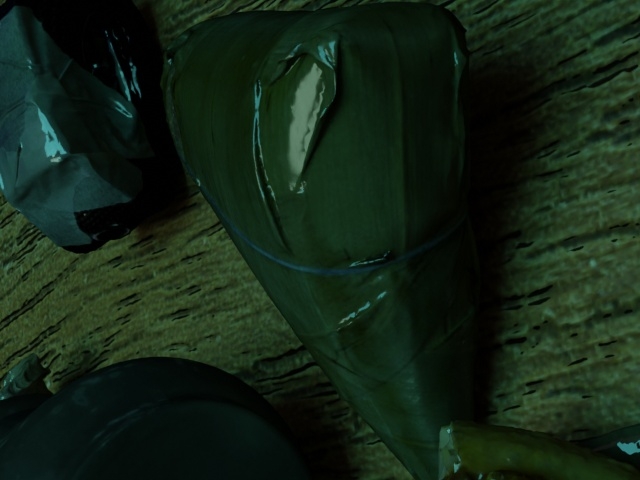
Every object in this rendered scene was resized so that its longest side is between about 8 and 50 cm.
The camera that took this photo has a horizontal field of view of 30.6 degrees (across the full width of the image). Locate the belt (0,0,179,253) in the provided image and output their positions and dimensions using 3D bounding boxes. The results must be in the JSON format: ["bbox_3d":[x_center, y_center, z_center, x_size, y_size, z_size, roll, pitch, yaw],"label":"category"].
[{"bbox_3d":[-0.243,-0.142,1.195,0.164,0.184,0.289,-30,69,36],"label":"belt"}]

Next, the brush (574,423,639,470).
[{"bbox_3d":[0.144,0.166,0.812,0.190,0.027,0.034,-23,70,27],"label":"brush"}]

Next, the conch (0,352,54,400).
[{"bbox_3d":[-0.328,0.244,1.260,0.178,0.163,0.245,165,114,-66],"label":"conch"}]

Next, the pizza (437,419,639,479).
[{"bbox_3d":[0.167,0.257,0.657,0.409,0.277,0.114,52,160,45],"label":"pizza"}]

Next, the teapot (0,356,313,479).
[{"bbox_3d":[-0.212,0.280,1.004,0.361,0.305,0.376,-9,36,55],"label":"teapot"}]

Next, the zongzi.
[{"bbox_3d":[0.000,0.000,0.960,0.356,0.174,0.393,24,130,61],"label":"zongzi"}]
